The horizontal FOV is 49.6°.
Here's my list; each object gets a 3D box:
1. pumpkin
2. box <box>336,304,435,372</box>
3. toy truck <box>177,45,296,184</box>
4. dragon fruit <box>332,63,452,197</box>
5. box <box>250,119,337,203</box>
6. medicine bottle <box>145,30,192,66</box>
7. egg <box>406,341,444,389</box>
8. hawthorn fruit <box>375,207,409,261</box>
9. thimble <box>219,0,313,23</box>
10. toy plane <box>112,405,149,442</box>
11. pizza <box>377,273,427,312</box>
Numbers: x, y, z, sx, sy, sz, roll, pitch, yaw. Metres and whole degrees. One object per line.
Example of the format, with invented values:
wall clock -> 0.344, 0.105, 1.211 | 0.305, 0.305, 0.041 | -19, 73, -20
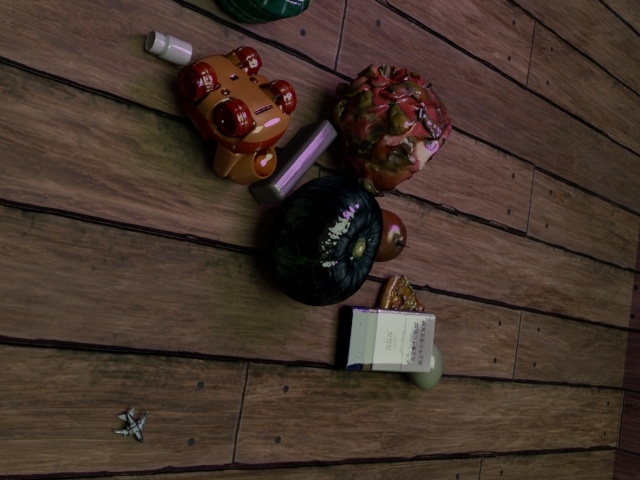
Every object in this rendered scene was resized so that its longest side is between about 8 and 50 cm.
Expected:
pumpkin -> 0.000, 0.000, 1.622 | 0.315, 0.238, 0.315 | -44, 142, -48
box -> 0.174, 0.264, 1.845 | 0.259, 0.071, 0.168 | 8, 88, -21
toy truck -> -0.188, -0.259, 1.496 | 0.189, 0.239, 0.265 | -32, 71, -37
dragon fruit -> 0.147, -0.301, 1.727 | 0.263, 0.296, 0.314 | 46, 24, -14
box -> -0.062, -0.187, 1.642 | 0.055, 0.103, 0.244 | 52, 60, -24
medicine bottle -> -0.315, -0.400, 1.440 | 0.089, 0.052, 0.052 | 13, 83, -42
egg -> 0.295, 0.352, 1.975 | 0.114, 0.114, 0.152 | -18, 103, -40
hawthorn fruit -> 0.169, -0.005, 1.815 | 0.149, 0.189, 0.149 | -46, 150, -37
thimble -> -0.127, -0.630, 1.525 | 0.254, 0.167, 0.288 | -39, 117, -35
toy plane -> -0.384, 0.385, 1.427 | 0.078, 0.031, 0.083 | -28, 108, -21
pizza -> 0.240, 0.201, 1.953 | 0.226, 0.069, 0.147 | 53, 57, -29
